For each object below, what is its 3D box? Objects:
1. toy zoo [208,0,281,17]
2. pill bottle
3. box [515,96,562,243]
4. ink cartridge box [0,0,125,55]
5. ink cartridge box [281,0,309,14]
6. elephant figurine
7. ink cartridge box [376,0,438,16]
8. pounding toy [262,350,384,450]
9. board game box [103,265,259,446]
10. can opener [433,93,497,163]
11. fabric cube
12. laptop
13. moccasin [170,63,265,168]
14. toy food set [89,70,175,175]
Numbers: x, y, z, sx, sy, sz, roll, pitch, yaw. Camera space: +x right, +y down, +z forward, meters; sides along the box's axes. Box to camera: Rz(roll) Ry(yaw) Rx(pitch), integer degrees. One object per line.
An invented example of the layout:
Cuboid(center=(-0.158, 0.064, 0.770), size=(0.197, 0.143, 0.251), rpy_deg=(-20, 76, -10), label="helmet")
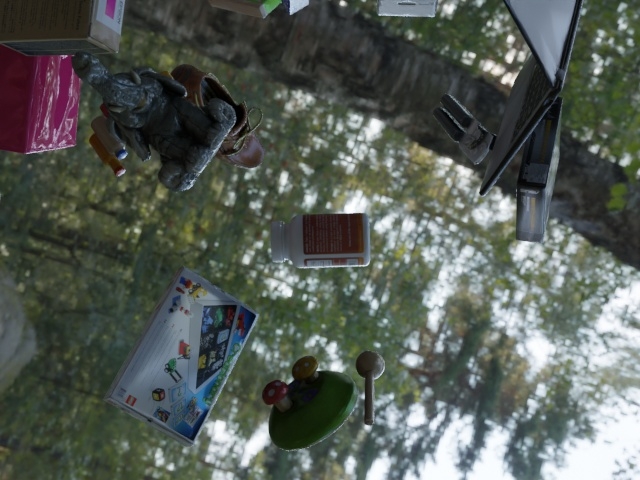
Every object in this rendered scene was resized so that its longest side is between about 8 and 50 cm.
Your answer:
Cuboid(center=(-0.096, -0.610, 1.907), size=(0.192, 0.030, 0.293), rpy_deg=(26, -116, 41), label="toy zoo")
Cuboid(center=(0.000, 0.000, 1.888), size=(0.121, 0.216, 0.121), rpy_deg=(-1, 90, -90), label="pill bottle")
Cuboid(center=(0.429, -0.139, 1.669), size=(0.183, 0.056, 0.231), rpy_deg=(72, 31, -52), label="box")
Cuboid(center=(-0.414, -0.424, 1.382), size=(0.088, 0.193, 0.234), rpy_deg=(21, 75, -68), label="ink cartridge box")
Cuboid(center=(-0.060, -0.477, 1.486), size=(0.046, 0.097, 0.207), rpy_deg=(-30, 177, -3), label="ink cartridge box")
Cuboid(center=(-0.263, -0.203, 1.317), size=(0.186, 0.239, 0.169), rpy_deg=(-47, -168, 47), label="elephant figurine")
Cuboid(center=(0.217, -0.667, 2.119), size=(0.087, 0.153, 0.208), rpy_deg=(81, 13, -72), label="ink cartridge box")
Cuboid(center=(-0.014, 0.264, 1.514), size=(0.237, 0.110, 0.183), rpy_deg=(-24, -158, 26), label="pounding toy")
Cuboid(center=(-0.271, 0.229, 1.699), size=(0.053, 0.193, 0.305), rpy_deg=(-29, -150, 58), label="board game box")
Cuboid(center=(0.338, -0.252, 1.956), size=(0.074, 0.093, 0.280), rpy_deg=(-60, -151, 20), label="can opener")
Cuboid(center=(-0.684, -0.342, 1.839), size=(0.254, 0.259, 0.258), rpy_deg=(-53, 153, -76), label="fabric cube")
Cuboid(center=(0.310, -0.370, 1.467), size=(0.382, 0.236, 0.408), rpy_deg=(-63, -179, -43), label="laptop")
Cuboid(center=(-0.242, -0.310, 2.199), size=(0.139, 0.147, 0.380), rpy_deg=(-58, 143, -22), label="moccasin")
Cuboid(center=(-0.385, -0.247, 1.774), size=(0.232, 0.104, 0.111), rpy_deg=(-38, 166, 7), label="toy food set")
